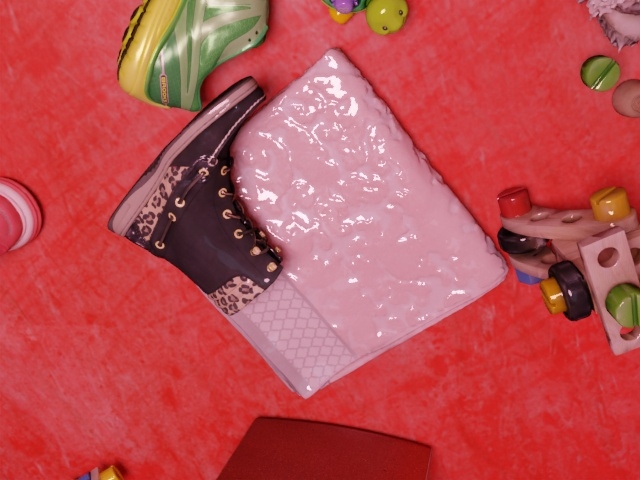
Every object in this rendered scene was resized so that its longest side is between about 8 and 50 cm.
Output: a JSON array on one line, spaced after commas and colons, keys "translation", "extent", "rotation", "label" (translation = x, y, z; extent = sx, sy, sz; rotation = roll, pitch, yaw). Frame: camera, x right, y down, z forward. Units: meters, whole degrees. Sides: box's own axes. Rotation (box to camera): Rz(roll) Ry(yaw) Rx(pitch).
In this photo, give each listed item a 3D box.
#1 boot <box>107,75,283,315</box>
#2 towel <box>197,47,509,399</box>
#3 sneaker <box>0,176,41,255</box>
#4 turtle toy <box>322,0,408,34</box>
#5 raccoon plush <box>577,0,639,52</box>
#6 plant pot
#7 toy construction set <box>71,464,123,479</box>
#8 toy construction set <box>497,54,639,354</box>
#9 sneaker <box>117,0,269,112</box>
[{"translation": [-0.095, -0.041, 0.766], "extent": [0.179, 0.085, 0.236], "rotation": [42, 114, -11], "label": "boot"}, {"translation": [0.000, 0.000, 0.845], "extent": [0.317, 0.053, 0.332], "rotation": [-36, 105, 16], "label": "towel"}, {"translation": [-0.497, 0.013, 0.847], "extent": [0.314, 0.136, 0.115], "rotation": [-20, 107, 12], "label": "sneaker"}, {"translation": [0.038, -0.265, 0.730], "extent": [0.130, 0.066, 0.095], "rotation": [43, 109, -11], "label": "turtle toy"}, {"translation": [0.192, -0.372, 0.652], "extent": [0.216, 0.299, 0.446], "rotation": [-46, 62, 13], "label": "raccoon plush"}, {"translation": [-0.032, 0.381, 0.897], "extent": [0.236, 0.267, 0.267], "rotation": [23, 111, 7], "label": "plant pot"}, {"translation": [-0.225, 0.460, 0.965], "extent": [0.328, 0.215, 0.151], "rotation": [43, 86, -14], "label": "toy construction set"}, {"translation": [0.321, -0.035, 0.703], "extent": [0.258, 0.237, 0.308], "rotation": [5, 111, 3], "label": "toy construction set"}, {"translation": [-0.099, -0.265, 0.738], "extent": [0.124, 0.109, 0.295], "rotation": [25, 110, -32], "label": "sneaker"}]
